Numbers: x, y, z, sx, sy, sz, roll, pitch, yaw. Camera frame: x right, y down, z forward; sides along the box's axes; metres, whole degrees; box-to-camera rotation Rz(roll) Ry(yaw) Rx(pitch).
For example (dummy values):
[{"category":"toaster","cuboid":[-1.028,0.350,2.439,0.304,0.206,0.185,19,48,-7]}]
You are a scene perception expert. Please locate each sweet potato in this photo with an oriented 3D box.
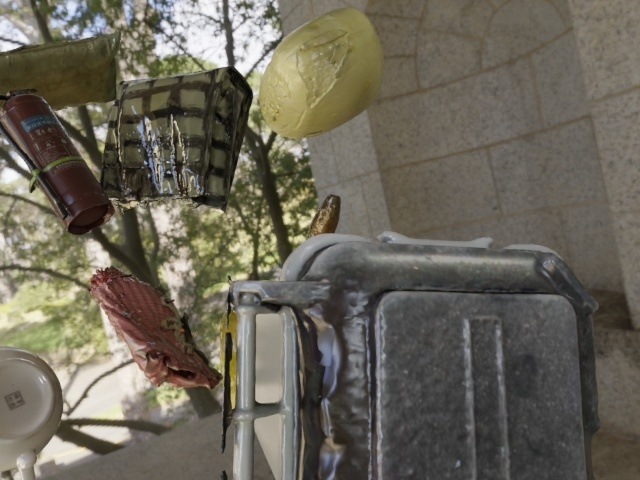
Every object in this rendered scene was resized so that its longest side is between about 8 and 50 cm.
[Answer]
[{"category":"sweet potato","cuboid":[0.000,0.000,1.163,0.075,0.075,0.273,-13,-32,-16]}]

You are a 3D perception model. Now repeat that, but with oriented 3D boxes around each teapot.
[{"category":"teapot","cuboid":[-0.542,0.293,0.906,0.139,0.298,0.204,-27,-12,30]}]

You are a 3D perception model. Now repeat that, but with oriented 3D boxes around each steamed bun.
[{"category":"steamed bun","cuboid":[0.004,-0.299,1.058,0.232,0.166,0.273,-39,-8,-27]}]

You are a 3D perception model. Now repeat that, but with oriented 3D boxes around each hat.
[{"category":"hat","cuboid":[-0.286,0.130,0.897,0.107,0.286,0.236,-47,-30,-10]}]

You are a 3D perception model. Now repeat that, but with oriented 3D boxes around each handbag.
[{"category":"handbag","cuboid":[-0.341,-0.231,1.255,0.325,0.326,0.162,-1,-19,20]}]

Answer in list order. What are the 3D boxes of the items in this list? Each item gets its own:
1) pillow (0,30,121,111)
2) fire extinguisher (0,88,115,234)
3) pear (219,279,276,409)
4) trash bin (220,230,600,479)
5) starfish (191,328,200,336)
[{"category":"pillow","cuboid":[-0.530,-0.305,1.033,0.302,0.075,0.185,-26,-18,-36]},{"category":"fire extinguisher","cuboid":[-0.201,-0.065,0.394,0.039,0.132,0.056,-42,-13,23]},{"category":"pear","cuboid":[-0.059,0.280,1.256,0.192,0.386,0.340,-11,27,28]},{"category":"trash bin","cuboid":[0.032,0.137,0.516,0.296,0.255,0.368,1,-8,-18]},{"category":"starfish","cuboid":[-0.355,0.231,1.259,0.130,0.133,0.041,5,22,-27]}]
